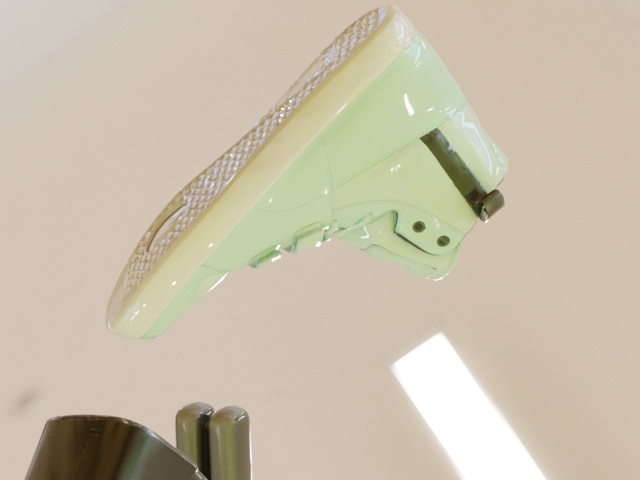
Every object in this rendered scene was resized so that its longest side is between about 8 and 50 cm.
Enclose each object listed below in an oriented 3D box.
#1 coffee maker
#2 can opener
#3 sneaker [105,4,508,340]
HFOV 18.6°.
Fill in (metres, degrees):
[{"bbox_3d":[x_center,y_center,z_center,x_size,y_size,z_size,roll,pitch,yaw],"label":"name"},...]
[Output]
[{"bbox_3d":[-0.159,0.204,1.271,0.120,0.171,0.178,9,-118,21],"label":"coffee maker"},{"bbox_3d":[-0.089,0.283,1.796,0.074,0.280,0.093,2,-166,28],"label":"can opener"},{"bbox_3d":[0.000,0.000,1.164,0.256,0.151,0.094,-44,-162,-2],"label":"sneaker"}]
